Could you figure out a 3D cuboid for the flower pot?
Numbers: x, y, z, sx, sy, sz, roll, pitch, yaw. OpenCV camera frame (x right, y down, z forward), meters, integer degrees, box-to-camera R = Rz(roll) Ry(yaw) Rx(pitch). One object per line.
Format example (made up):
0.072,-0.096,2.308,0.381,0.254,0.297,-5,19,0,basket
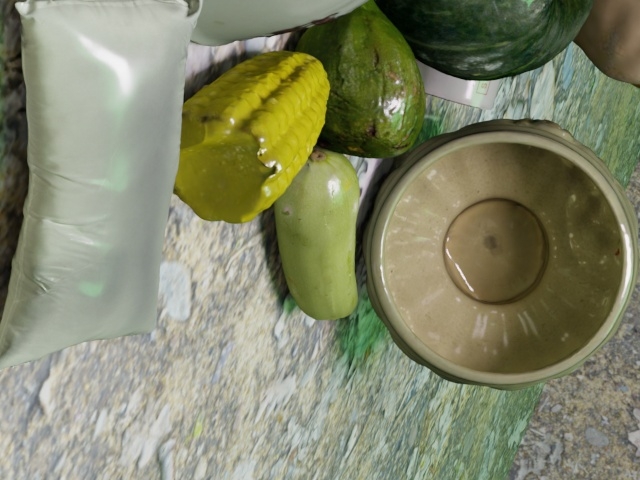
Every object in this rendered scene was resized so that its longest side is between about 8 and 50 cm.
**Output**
0.202,0.011,1.603,0.244,0.307,0.308,-36,145,-85,flower pot

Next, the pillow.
-0.146,-0.036,0.897,0.144,0.078,0.254,-23,130,-52,pillow

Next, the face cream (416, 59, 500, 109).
0.167,-0.254,1.501,0.096,0.095,0.214,-14,121,-67,face cream

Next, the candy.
-0.046,-0.092,1.082,0.199,0.106,0.094,-52,137,-56,candy

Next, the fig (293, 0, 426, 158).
0.034,-0.152,1.218,0.123,0.123,0.156,46,49,-69,fig

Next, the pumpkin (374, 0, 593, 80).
0.169,-0.295,1.295,0.300,0.207,0.300,-38,137,-47,pumpkin

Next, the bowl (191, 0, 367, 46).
0.021,-0.281,0.986,0.337,0.157,0.337,-54,155,-40,bowl

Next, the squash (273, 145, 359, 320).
0.000,0.000,1.329,0.083,0.083,0.250,-59,161,-28,squash

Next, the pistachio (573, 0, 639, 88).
0.365,-0.370,1.556,0.281,0.365,0.446,-26,106,-54,pistachio
